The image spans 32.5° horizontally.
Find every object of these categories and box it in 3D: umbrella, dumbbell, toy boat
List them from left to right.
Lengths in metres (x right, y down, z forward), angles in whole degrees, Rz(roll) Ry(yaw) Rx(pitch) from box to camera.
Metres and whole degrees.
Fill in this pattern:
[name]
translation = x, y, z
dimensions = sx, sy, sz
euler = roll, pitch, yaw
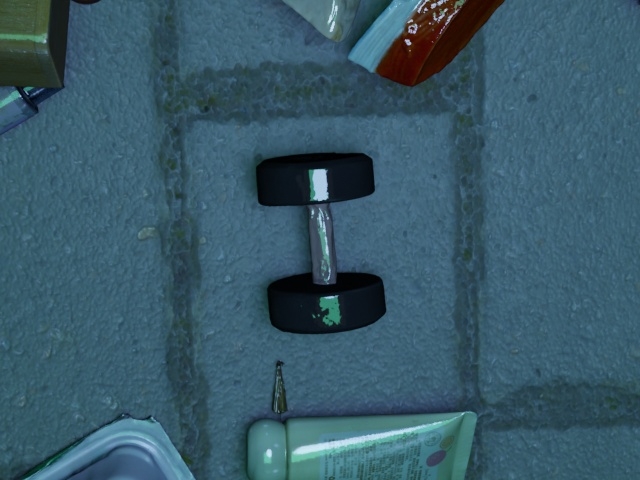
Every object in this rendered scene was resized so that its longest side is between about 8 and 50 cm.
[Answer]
[umbrella]
translation = -0.056, 0.205, 1.498
dimensions = 0.020, 0.031, 0.083
euler = 8, 96, 27
[dumbbell]
translation = 0.000, 0.000, 1.409
dimensions = 0.153, 0.152, 0.218
euler = -6, 98, -3
[toy boat]
translation = 0.161, -0.340, 1.385
dimensions = 0.133, 0.145, 0.332
euler = 41, 92, 15

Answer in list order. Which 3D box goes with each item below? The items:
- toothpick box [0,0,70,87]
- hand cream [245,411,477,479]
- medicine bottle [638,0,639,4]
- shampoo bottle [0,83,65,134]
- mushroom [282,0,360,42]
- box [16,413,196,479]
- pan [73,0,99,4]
[toothpick box]
translation = -0.462, -0.279, 1.296
dimensions = 0.308, 0.190, 0.187
euler = 2, 76, -5
[hand cream]
translation = 0.053, 0.286, 1.481
dimensions = 0.306, 0.093, 0.147
euler = 1, 126, -5
[medicine bottle]
translation = 0.467, -0.429, 1.386
dimensions = 0.143, 0.143, 0.258
euler = -1, 97, -4
[shampoo bottle]
translation = -0.427, -0.161, 1.398
dimensions = 0.214, 0.072, 0.072
euler = -31, 99, 1
[mushroom]
translation = 0.021, -0.453, 1.358
dimensions = 0.154, 0.137, 0.407
euler = 18, 92, 36
[box]
translation = -0.263, 0.431, 1.475
dimensions = 0.264, 0.106, 0.336
euler = -31, 98, 1
[pan]
translation = -0.324, -0.330, 1.403
dimensions = 0.115, 0.023, 0.068
euler = -16, 100, -2
